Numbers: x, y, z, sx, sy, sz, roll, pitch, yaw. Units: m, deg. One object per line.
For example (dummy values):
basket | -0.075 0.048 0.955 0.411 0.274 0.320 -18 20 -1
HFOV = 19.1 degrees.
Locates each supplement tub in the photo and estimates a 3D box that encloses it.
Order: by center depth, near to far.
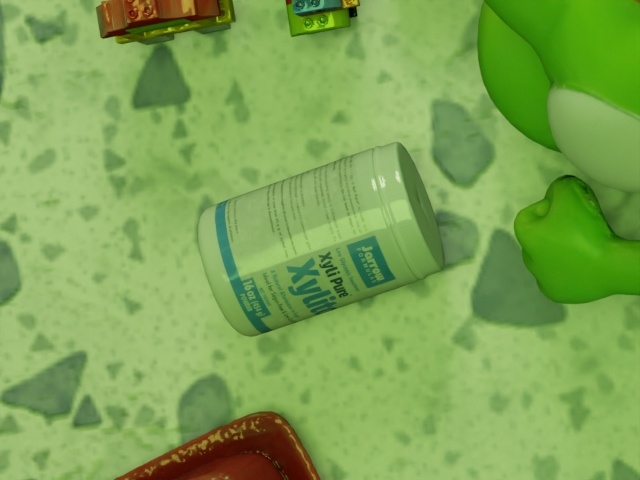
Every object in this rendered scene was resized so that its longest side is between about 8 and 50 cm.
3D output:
supplement tub | 0.000 0.000 0.935 0.107 0.071 0.071 -19 86 13

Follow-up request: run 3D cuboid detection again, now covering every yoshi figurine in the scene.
yoshi figurine | 0.196 -0.024 0.869 0.362 0.203 0.203 51 141 -7

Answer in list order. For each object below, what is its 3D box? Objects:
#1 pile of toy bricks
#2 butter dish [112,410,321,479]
pile of toy bricks | -0.014 -0.162 0.918 0.212 0.105 0.118 -10 88 12
butter dish | -0.066 0.180 0.920 0.160 0.118 0.160 -27 78 10
